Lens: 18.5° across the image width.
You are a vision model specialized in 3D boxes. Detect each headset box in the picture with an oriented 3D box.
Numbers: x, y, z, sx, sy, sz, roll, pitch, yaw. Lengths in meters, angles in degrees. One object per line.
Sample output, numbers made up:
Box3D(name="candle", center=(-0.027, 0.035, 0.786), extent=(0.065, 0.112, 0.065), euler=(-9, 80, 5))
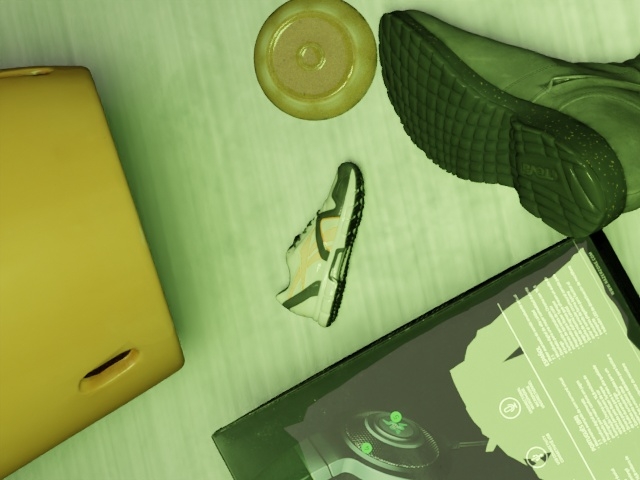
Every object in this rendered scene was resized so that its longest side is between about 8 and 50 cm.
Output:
Box3D(name="headset box", center=(0.104, 0.163, 1.213), extent=(0.283, 0.131, 0.246), euler=(-30, 86, 11))

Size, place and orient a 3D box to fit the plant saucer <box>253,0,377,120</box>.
Box3D(name="plant saucer", center=(-0.005, -0.120, 1.285), extent=(0.083, 0.015, 0.083), euler=(0, 92, 12))

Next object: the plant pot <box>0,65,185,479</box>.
Box3D(name="plant pot", center=(-0.209, 0.015, 1.214), extent=(0.204, 0.291, 0.290), euler=(-19, 88, -6))

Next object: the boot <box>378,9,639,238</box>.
Box3D(name="boot", center=(0.158, -0.090, 1.213), extent=(0.161, 0.246, 0.083), euler=(-23, 129, -25))

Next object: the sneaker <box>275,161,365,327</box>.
Box3D(name="sneaker", center=(0.000, 0.000, 1.276), extent=(0.044, 0.040, 0.109), euler=(16, 95, 12))
